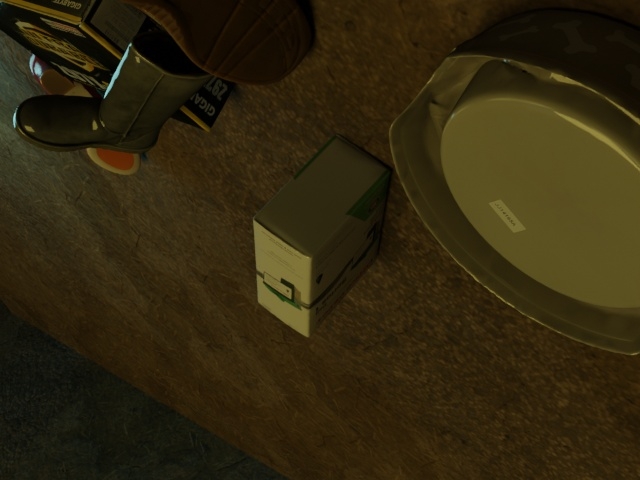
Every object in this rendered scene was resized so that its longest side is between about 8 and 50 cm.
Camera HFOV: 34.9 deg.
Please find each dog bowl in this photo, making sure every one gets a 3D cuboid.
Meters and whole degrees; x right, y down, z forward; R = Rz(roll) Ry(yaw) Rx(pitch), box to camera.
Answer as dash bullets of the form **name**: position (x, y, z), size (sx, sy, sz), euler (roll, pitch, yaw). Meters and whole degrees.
- **dog bowl**: position (0.229, -0.052, 0.913), size (0.348, 0.102, 0.349), euler (34, 154, 19)

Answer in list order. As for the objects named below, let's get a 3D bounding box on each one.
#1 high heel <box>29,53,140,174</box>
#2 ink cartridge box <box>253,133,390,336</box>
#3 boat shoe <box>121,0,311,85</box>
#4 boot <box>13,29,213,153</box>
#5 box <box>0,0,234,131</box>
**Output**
- **high heel**: position (-0.376, -0.209, 1.633), size (0.244, 0.082, 0.117), euler (46, -172, -38)
- **ink cartridge box**: position (0.000, 0.000, 1.273), size (0.092, 0.160, 0.219), euler (35, 155, 18)
- **boat shoe**: position (-0.145, -0.273, 1.031), size (0.342, 0.123, 0.123), euler (22, -151, -44)
- **boot**: position (-0.234, -0.165, 1.148), size (0.208, 0.189, 0.076), euler (-29, 66, 61)
- **box**: position (-0.300, -0.265, 1.294), size (0.322, 0.079, 0.257), euler (23, 173, 36)
